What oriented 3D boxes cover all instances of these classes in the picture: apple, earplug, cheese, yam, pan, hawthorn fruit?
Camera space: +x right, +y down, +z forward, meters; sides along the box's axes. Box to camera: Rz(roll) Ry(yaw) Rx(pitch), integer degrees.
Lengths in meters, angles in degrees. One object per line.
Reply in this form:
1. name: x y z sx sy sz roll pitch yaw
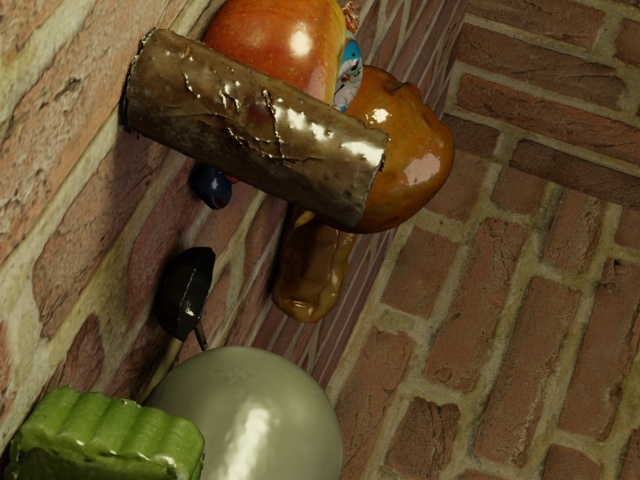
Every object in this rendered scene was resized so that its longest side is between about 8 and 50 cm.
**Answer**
1. apple: -0.064 -0.192 1.518 0.210 0.173 0.235 94 7 -68
2. earplug: -0.132 0.343 1.767 0.312 0.312 0.394 94 17 -58
3. cheese: -0.055 -0.181 1.720 0.329 0.129 0.217 -51 162 -8
4. yam: -0.068 -0.117 1.365 0.131 0.279 0.131 24 90 -89
5. pan: -0.188 0.096 1.743 0.128 0.048 0.202 -55 161 -53
6. hawthorn fruit: 0.060 -0.125 2.116 0.298 0.277 0.277 -46 163 -18

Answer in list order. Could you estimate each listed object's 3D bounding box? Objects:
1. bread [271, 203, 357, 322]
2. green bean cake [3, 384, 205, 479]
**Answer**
1. bread: 0.000 0.000 2.383 0.167 0.132 0.294 -65 170 -67
2. green bean cake: -0.236 0.277 1.388 0.113 0.200 0.214 -71 172 -65
